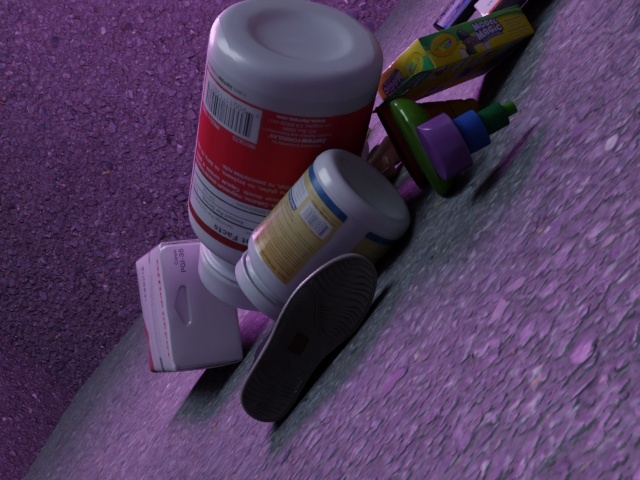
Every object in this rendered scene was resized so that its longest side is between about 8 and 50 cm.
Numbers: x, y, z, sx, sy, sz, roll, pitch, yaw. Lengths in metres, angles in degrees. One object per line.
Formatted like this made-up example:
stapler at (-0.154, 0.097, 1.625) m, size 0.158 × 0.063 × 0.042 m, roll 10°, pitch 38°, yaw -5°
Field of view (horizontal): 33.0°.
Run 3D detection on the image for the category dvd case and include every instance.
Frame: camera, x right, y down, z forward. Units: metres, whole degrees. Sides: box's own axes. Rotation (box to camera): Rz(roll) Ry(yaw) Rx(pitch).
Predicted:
dvd case at (0.302, -0.493, 2.189) m, size 0.180 × 0.022 × 0.253 m, roll -51°, pitch 9°, yaw 12°

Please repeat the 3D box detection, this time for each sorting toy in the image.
sorting toy at (0.161, -0.138, 1.302) m, size 0.126 × 0.127 × 0.365 m, roll -29°, pitch 7°, yaw -1°

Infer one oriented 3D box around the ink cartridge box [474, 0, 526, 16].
ink cartridge box at (0.294, -0.395, 1.570) m, size 0.181 × 0.056 × 0.224 m, roll -48°, pitch -8°, yaw 20°

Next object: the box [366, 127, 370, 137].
box at (0.013, -0.246, 2.153) m, size 0.042 × 0.178 × 0.109 m, roll -46°, pitch 11°, yaw 30°

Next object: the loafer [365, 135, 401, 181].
loafer at (0.086, -0.102, 1.626) m, size 0.056 × 0.050 × 0.148 m, roll -44°, pitch 10°, yaw 50°

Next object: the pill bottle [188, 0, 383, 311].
pill bottle at (-0.062, -0.106, 1.495) m, size 0.229 × 0.229 × 0.408 m, roll -63°, pitch -11°, yaw -51°

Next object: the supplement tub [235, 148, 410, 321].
supplement tub at (0.000, 0.000, 1.352) m, size 0.200 × 0.144 × 0.144 m, roll -47°, pitch 10°, yaw 23°

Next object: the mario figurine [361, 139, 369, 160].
mario figurine at (-0.044, -0.142, 1.727) m, size 0.320 × 0.198 × 0.170 m, roll -61°, pitch 13°, yaw 14°

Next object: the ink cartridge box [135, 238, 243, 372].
ink cartridge box at (-0.224, 0.114, 1.810) m, size 0.283 × 0.117 × 0.207 m, roll 159°, pitch 104°, yaw -72°

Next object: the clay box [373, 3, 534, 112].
clay box at (0.170, -0.245, 1.467) m, size 0.222 × 0.053 × 0.127 m, roll -23°, pitch -8°, yaw -33°

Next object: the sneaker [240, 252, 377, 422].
sneaker at (-0.021, 0.099, 1.261) m, size 0.222 × 0.083 × 0.118 m, roll -52°, pitch 8°, yaw 5°
